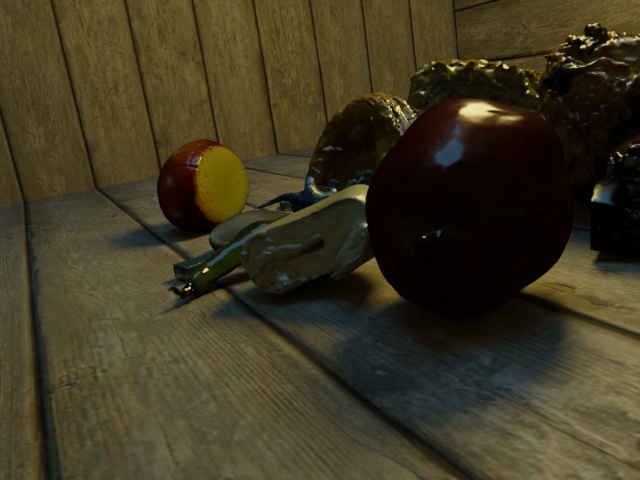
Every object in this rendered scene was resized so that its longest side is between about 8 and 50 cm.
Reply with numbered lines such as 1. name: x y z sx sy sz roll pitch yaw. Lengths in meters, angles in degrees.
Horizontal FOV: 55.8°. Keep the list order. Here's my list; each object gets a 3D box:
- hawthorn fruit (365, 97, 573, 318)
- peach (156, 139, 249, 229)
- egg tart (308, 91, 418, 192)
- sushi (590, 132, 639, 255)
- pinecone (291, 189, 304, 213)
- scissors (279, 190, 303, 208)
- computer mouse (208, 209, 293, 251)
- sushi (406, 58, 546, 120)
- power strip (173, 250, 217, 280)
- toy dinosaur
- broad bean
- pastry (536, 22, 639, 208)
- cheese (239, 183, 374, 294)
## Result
1. hawthorn fruit: 0.211 -0.037 0.865 0.308 0.308 0.324 -3 49 18
2. peach: -0.339 -0.136 1.690 0.245 0.248 0.274 -39 13 30
3. egg tart: 0.117 -0.165 1.397 0.150 0.352 0.352 18 -7 -42
4. sushi: 0.586 -0.093 1.002 0.227 0.212 0.215 2 17 32
5. pinecone: -0.047 -0.094 1.644 0.077 0.077 0.083 -3 25 19
6. scissors: -0.023 -0.157 1.945 0.180 0.032 0.393 -6 16 8
7. computer mouse: -0.105 -0.018 1.349 0.331 0.095 0.197 3 22 38
8. sushi: 0.428 -0.303 1.642 0.397 0.351 0.240 9 12 15
9. power strip: -0.241 0.051 1.265 0.123 0.032 0.056 -20 19 -39
10. toy dinosaur: 0.031 -0.086 1.271 0.329 0.144 0.076 18 -13 16
11. broad bean: -0.166 0.031 1.175 0.325 0.067 0.075 -39 17 -33
12. pastry: 0.609 -0.225 1.227 0.337 0.405 0.292 19 61 28
13. cheese: 0.000 0.000 1.050 0.266 0.127 0.233 -24 6 25
